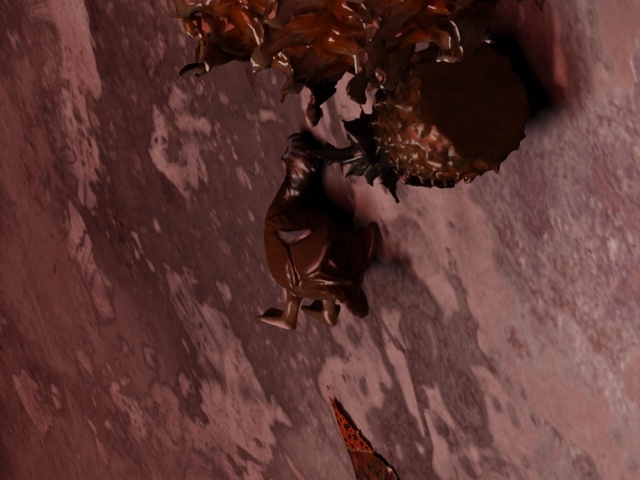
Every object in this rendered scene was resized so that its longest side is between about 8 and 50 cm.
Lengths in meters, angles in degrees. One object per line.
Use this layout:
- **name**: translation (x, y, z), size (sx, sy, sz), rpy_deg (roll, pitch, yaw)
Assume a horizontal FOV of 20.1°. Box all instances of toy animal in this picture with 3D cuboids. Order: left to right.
- **toy animal**: translation (0.000, 0.000, 1.686), size (0.188, 0.089, 0.179), rpy_deg (34, 124, 55)

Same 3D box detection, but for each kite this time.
- **kite**: translation (0.062, 0.263, 1.863), size (0.222, 0.008, 0.125), rpy_deg (49, 151, 32)

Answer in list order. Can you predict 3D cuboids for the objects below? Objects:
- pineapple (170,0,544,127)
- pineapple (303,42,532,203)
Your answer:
- **pineapple**: translation (0.043, -0.259, 1.119), size (0.300, 0.352, 0.352), rpy_deg (-13, 100, 56)
- **pineapple**: translation (0.078, -0.084, 1.449), size (0.125, 0.125, 0.251), rpy_deg (66, 159, 0)
